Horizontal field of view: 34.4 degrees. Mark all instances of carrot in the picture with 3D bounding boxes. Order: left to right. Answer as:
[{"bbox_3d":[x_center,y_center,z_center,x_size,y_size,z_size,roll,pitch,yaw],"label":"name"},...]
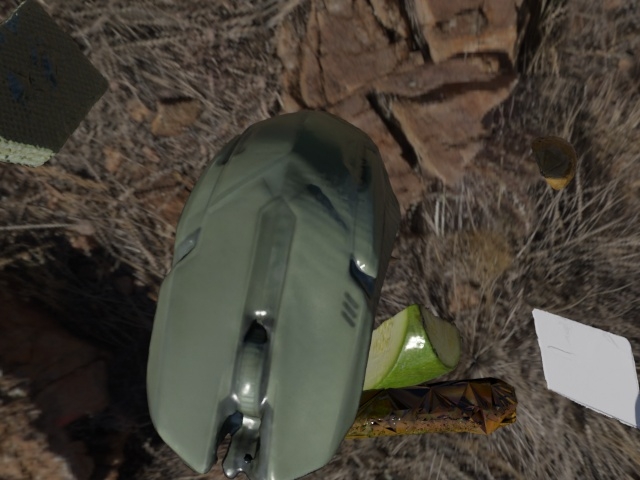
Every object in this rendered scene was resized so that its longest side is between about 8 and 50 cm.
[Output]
[{"bbox_3d":[0.115,0.200,1.219,0.229,0.069,0.069,-4,83,-2],"label":"carrot"}]

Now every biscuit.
[{"bbox_3d":[-0.348,-0.178,1.215,0.052,0.252,0.150,-26,114,28],"label":"biscuit"}]

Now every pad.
[{"bbox_3d":[0.416,0.198,1.619,0.004,0.232,0.156,-22,108,-22],"label":"pad"}]

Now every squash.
[{"bbox_3d":[0.089,0.211,1.770,0.289,0.203,0.111,-17,66,24],"label":"squash"}]

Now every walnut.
[{"bbox_3d":[0.381,-0.132,1.649,0.052,0.121,0.091,-28,96,25],"label":"walnut"}]

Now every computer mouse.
[{"bbox_3d":[-0.045,0.026,1.039,0.228,0.145,0.429,8,63,7],"label":"computer mouse"}]

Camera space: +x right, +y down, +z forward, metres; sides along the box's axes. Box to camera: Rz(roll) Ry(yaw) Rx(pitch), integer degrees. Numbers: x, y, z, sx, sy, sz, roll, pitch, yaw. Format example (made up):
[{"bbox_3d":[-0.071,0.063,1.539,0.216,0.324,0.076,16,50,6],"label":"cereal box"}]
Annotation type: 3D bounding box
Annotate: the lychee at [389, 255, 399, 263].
[{"bbox_3d":[0.000,0.000,1.283,0.197,0.165,0.165,17,86,-19],"label":"lychee"}]
